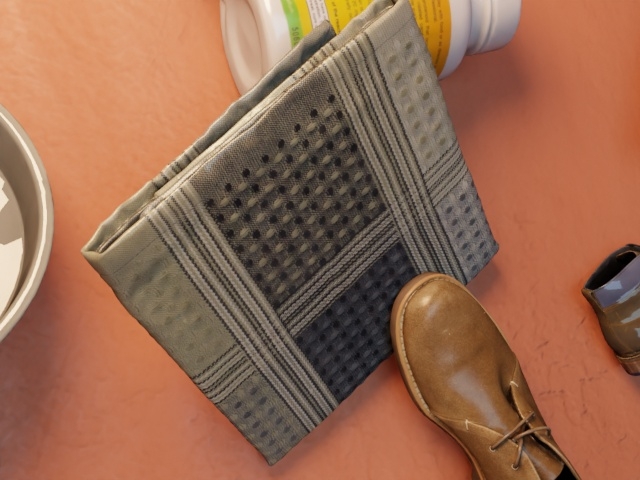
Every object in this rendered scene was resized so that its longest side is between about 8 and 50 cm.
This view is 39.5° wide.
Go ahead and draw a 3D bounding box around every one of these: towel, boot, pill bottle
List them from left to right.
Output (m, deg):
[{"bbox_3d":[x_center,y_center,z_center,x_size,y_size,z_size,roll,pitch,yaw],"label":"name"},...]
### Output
[{"bbox_3d":[0.000,0.000,0.734,0.312,0.056,0.324,-42,135,-13],"label":"towel"},{"bbox_3d":[0.046,-0.197,0.786,0.245,0.136,0.137,-15,93,-19],"label":"pill bottle"},{"bbox_3d":[0.169,0.160,0.801,0.112,0.115,0.305,-35,108,-17],"label":"boot"},{"bbox_3d":[0.366,0.028,0.918,0.219,0.082,0.106,-44,104,-14],"label":"boot"}]

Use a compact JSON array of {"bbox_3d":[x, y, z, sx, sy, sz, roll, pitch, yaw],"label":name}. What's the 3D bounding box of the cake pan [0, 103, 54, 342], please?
[{"bbox_3d":[-0.342,-0.006,0.636,0.293,0.054,0.293,7,62,-13],"label":"cake pan"}]
